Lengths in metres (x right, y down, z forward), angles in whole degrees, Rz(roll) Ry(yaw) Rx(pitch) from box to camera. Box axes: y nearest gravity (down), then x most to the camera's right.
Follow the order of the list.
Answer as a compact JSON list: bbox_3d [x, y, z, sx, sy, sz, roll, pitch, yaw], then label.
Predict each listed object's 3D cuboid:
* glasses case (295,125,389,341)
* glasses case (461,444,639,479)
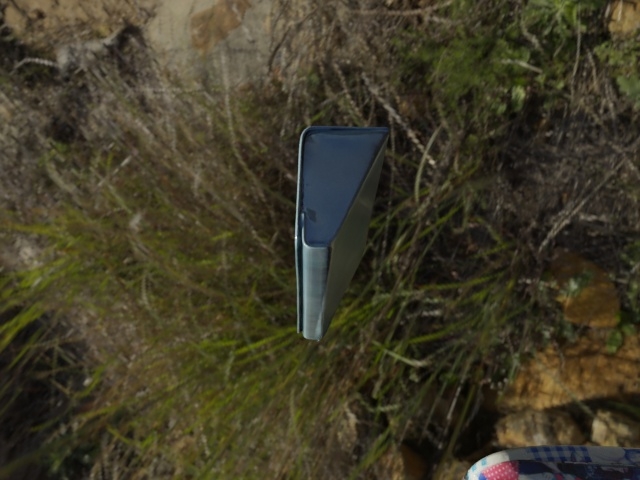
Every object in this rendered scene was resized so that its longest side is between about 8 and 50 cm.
[{"bbox_3d":[0.000,0.000,0.703,0.056,0.105,0.266,25,162,8],"label":"glasses case"},{"bbox_3d":[0.301,0.268,0.890,0.327,0.076,0.125,5,132,-11],"label":"glasses case"}]
